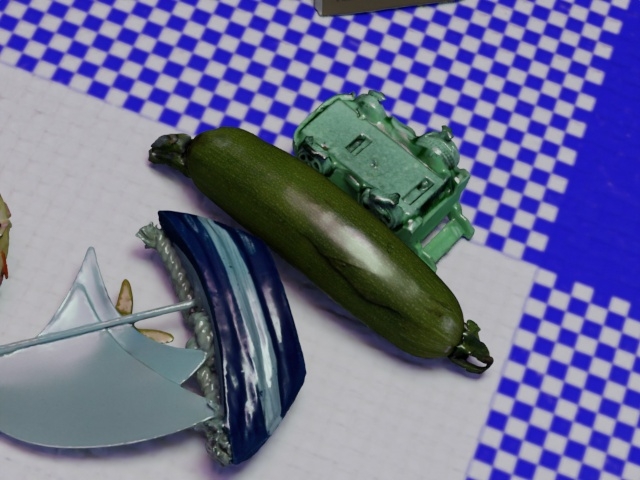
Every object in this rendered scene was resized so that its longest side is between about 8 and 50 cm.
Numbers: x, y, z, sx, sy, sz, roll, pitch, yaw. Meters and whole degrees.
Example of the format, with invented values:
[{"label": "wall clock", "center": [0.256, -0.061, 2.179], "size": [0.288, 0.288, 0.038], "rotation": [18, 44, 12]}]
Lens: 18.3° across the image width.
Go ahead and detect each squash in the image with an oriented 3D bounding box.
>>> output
[{"label": "squash", "center": [0.000, -0.002, 1.509], "size": [0.318, 0.080, 0.071], "rotation": [35, 40, 13]}]

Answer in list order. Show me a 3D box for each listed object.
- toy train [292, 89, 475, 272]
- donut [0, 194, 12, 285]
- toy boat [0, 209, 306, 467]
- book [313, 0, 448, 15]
[{"label": "toy train", "center": [0.050, -0.049, 1.560], "size": [0.149, 0.081, 0.099], "rotation": [33, 57, 18]}, {"label": "donut", "center": [-0.302, -0.010, 1.438], "size": [0.174, 0.068, 0.175], "rotation": [16, 58, -27]}, {"label": "toy boat", "center": [-0.162, 0.084, 1.437], "size": [0.291, 0.067, 0.220], "rotation": [-12, 60, -15]}, {"label": "book", "center": [0.063, -0.287, 1.655], "size": [0.138, 0.199, 0.016], "rotation": [-8, 32, -15]}]
